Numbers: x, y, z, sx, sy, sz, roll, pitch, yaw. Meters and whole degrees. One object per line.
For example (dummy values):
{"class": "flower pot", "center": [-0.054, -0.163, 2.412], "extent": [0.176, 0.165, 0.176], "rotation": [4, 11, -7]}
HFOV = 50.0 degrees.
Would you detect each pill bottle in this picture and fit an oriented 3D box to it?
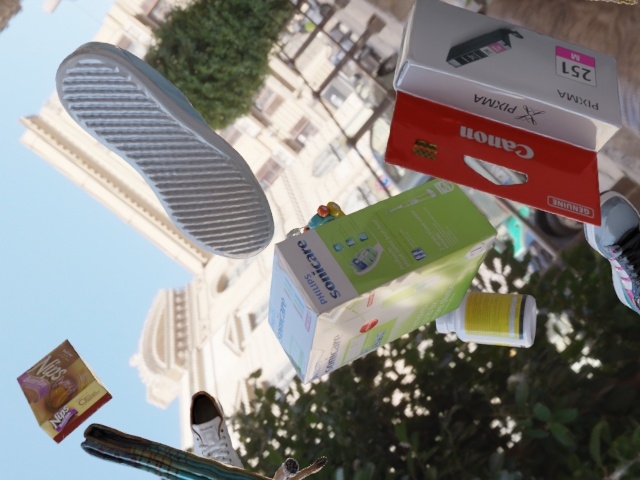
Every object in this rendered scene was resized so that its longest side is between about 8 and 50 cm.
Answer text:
{"class": "pill bottle", "center": [0.328, 0.154, 1.362], "extent": [0.184, 0.103, 0.103], "rotation": [2, 178, 24]}

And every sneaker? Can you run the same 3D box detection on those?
{"class": "sneaker", "center": [-0.191, -0.132, 0.945], "extent": [0.366, 0.135, 0.150], "rotation": [51, -166, -29]}
{"class": "sneaker", "center": [-0.250, 0.483, 1.578], "extent": [0.123, 0.105, 0.290], "rotation": [80, 167, -60]}
{"class": "sneaker", "center": [0.589, 0.051, 1.226], "extent": [0.295, 0.123, 0.178], "rotation": [51, 179, -29]}

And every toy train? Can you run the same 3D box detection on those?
{"class": "toy train", "center": [0.000, 0.000, 1.118], "extent": [0.046, 0.125, 0.166], "rotation": [46, 177, 15]}

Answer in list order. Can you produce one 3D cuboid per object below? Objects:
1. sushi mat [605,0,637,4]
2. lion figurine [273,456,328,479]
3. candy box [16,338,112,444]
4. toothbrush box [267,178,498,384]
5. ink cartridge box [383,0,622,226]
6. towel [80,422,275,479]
{"class": "sushi mat", "center": [0.449, -0.531, 1.058], "extent": [0.151, 0.317, 0.019], "rotation": [14, -173, 18]}
{"class": "lion figurine", "center": [-0.117, 0.576, 1.219], "extent": [0.142, 0.240, 0.392], "rotation": [38, -136, 2]}
{"class": "candy box", "center": [-0.428, 0.245, 1.141], "extent": [0.186, 0.109, 0.053], "rotation": [25, 150, 53]}
{"class": "toothbrush box", "center": [0.078, 0.055, 0.963], "extent": [0.122, 0.283, 0.206], "rotation": [57, 155, 28]}
{"class": "ink cartridge box", "center": [0.223, -0.161, 0.822], "extent": [0.275, 0.060, 0.239], "rotation": [16, -125, -5]}
{"class": "towel", "center": [-0.064, 0.276, 0.745], "extent": [0.370, 0.040, 0.271], "rotation": [19, 159, -4]}
